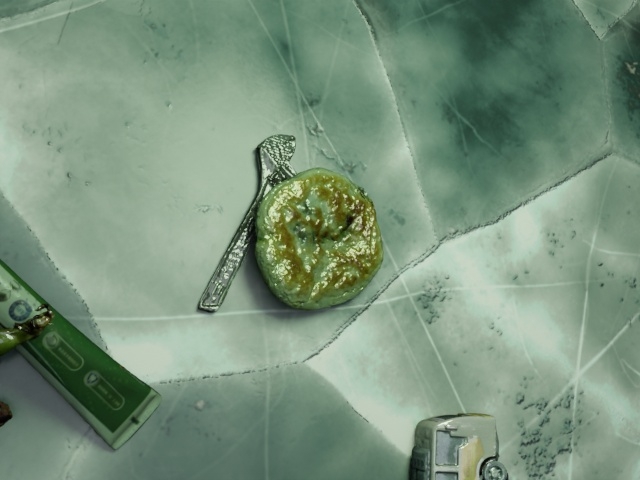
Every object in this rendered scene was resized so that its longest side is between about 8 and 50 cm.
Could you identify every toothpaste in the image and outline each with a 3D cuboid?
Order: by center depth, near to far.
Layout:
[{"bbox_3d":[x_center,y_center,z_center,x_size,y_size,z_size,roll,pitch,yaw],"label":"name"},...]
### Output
[{"bbox_3d":[-0.369,0.125,0.971,0.099,0.061,0.392,-48,117,-22],"label":"toothpaste"}]

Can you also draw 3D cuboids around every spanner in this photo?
[{"bbox_3d":[-0.111,-0.032,1.154,0.093,0.026,0.325,30,72,-13],"label":"spanner"}]

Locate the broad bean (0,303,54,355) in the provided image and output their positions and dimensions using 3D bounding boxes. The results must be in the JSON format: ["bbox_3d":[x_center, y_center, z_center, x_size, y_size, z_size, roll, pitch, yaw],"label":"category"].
[{"bbox_3d":[-0.473,0.072,0.850,0.144,0.049,0.292,-46,126,12],"label":"broad bean"}]

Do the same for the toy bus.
[{"bbox_3d":[0.211,0.446,1.146,0.138,0.097,0.343,6,79,-13],"label":"toy bus"}]

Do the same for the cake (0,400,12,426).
[{"bbox_3d":[-0.507,0.215,0.861,0.135,0.112,0.246,55,31,9],"label":"cake"}]

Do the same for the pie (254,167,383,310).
[{"bbox_3d":[0.000,0.000,1.160,0.240,0.054,0.241,4,82,-30],"label":"pie"}]
